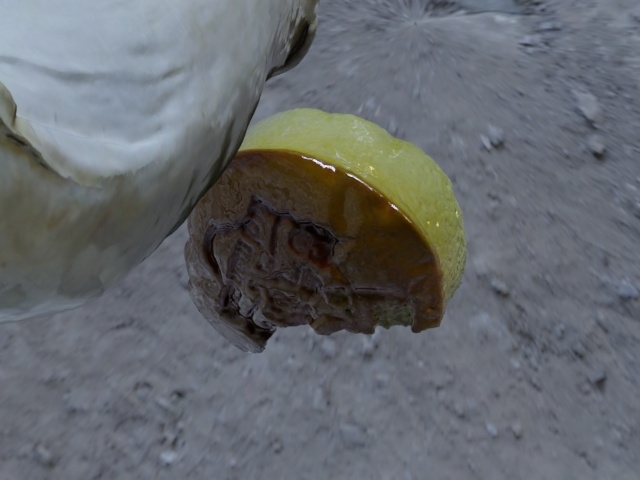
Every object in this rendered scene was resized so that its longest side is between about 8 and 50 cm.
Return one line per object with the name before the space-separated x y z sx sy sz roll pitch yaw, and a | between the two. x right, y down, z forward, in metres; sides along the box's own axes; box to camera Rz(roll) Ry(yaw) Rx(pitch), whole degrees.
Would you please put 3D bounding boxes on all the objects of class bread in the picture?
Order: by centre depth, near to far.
bread | -0.006 -0.008 0.846 0.156 0.086 0.125 -9 121 34

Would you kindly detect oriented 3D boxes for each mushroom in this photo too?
mushroom | -0.073 -0.056 0.491 0.095 0.351 0.123 15 109 7
